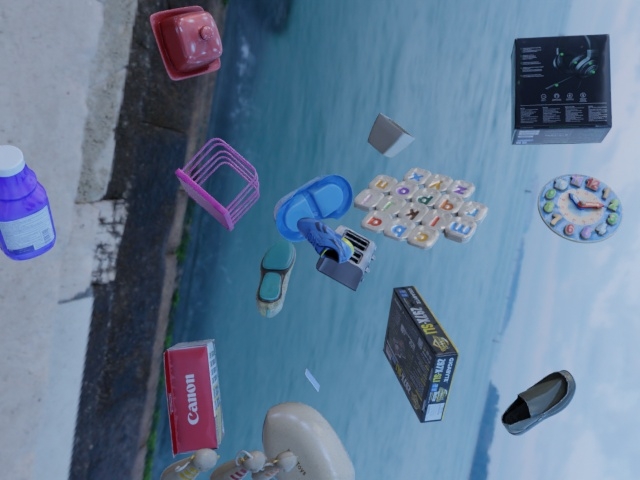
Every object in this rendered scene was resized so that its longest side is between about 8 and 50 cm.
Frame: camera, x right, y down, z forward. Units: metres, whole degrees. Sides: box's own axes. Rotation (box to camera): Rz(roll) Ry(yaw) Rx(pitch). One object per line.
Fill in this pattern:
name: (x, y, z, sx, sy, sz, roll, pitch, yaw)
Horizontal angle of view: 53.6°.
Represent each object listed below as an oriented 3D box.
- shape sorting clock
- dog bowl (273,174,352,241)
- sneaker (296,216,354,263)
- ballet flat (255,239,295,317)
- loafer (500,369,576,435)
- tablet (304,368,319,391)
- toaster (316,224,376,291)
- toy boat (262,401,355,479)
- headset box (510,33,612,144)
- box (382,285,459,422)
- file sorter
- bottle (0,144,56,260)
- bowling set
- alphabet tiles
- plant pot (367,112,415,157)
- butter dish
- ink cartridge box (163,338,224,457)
shape sorting clock: (0.648, -0.084, 1.579, 0.040, 0.206, 0.206, 87, 22, -55)
dog bowl: (-0.031, -0.120, 2.179, 0.297, 0.074, 0.166, -32, 120, -12)
sneaker: (0.000, 0.000, 1.903, 0.082, 0.209, 0.069, -35, 149, -42)
ballet flat: (-0.163, 0.139, 2.261, 0.349, 0.123, 0.123, -79, 170, -52)
loafer: (0.607, 0.458, 1.775, 0.087, 0.094, 0.251, 25, 113, -43)
tablet: (-0.030, 0.513, 2.328, 0.083, 0.006, 0.054, 54, 11, -7)
toaster: (0.083, 0.054, 2.112, 0.110, 0.185, 0.168, -64, 176, 38)
toy boat: (-0.068, 0.535, 1.498, 0.318, 0.268, 0.148, -46, 156, 20)
headset box: (0.646, -0.416, 1.721, 0.131, 0.246, 0.283, 40, 51, -75)
box: (0.285, 0.327, 1.866, 0.322, 0.079, 0.257, -118, -154, -55)
file sorter: (-0.317, -0.183, 2.060, 0.182, 0.202, 0.291, -48, 177, -10)
bottle: (-0.623, -0.074, 1.302, 0.118, 0.092, 0.283, -26, 153, -28)
bowling set: (-0.149, 0.507, 1.215, 0.286, 0.154, 0.200, 12, 51, -43)
alphabet tiles: (0.228, -0.077, 1.452, 0.278, 0.284, 0.021, -46, 146, -41)
plant pot: (0.212, -0.321, 1.980, 0.096, 0.109, 0.109, -52, 158, 15)
butter dish: (-0.294, -0.477, 1.494, 0.159, 0.118, 0.160, -29, 108, -39)
ink cartridge box: (-0.379, 0.469, 1.913, 0.272, 0.129, 0.310, 130, -47, -85)
